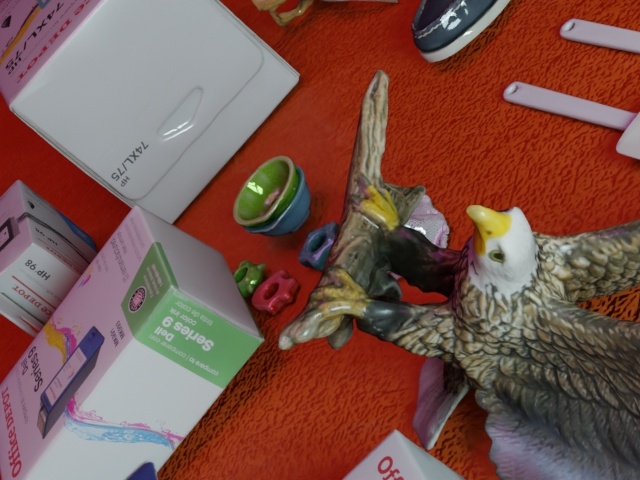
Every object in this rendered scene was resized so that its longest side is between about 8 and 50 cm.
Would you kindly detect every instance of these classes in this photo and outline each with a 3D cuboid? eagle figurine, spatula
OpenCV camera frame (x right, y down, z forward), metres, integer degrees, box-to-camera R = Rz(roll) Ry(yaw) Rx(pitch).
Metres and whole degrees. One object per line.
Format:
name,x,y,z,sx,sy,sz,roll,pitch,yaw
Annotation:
eagle figurine,0.135,0.031,0.697,0.298,0.225,0.226,7,102,22
spatula,0.222,-0.128,0.879,0.168,0.019,0.242,-53,31,-5

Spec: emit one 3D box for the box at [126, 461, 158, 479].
box,-0.130,0.261,0.879,0.136,0.036,0.225,-43,32,9

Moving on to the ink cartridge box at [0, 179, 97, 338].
ink cartridge box,-0.257,0.028,1.236,0.060,0.104,0.180,-44,31,7

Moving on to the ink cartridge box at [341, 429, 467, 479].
ink cartridge box,0.021,0.208,0.709,0.175,0.072,0.127,-45,30,7

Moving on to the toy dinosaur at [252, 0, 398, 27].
toy dinosaur,-0.010,-0.252,1.271,0.112,0.064,0.211,-40,32,13

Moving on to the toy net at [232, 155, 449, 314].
toy net,0.000,0.000,0.995,0.232,0.045,0.122,8,62,55

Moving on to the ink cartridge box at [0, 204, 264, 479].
ink cartridge box,-0.156,0.102,1.016,0.212,0.093,0.154,-53,29,11

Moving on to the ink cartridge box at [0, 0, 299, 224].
ink cartridge box,-0.188,-0.180,1.286,0.198,0.197,0.270,-48,31,3

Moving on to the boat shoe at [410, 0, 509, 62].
boat shoe,0.137,-0.261,1.075,0.254,0.079,0.095,-57,32,-12
